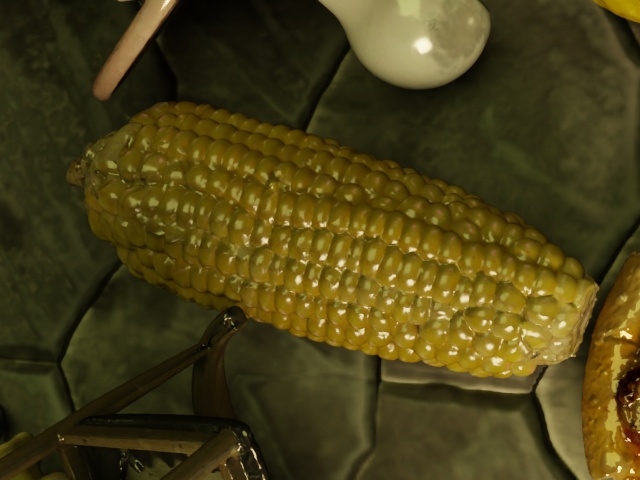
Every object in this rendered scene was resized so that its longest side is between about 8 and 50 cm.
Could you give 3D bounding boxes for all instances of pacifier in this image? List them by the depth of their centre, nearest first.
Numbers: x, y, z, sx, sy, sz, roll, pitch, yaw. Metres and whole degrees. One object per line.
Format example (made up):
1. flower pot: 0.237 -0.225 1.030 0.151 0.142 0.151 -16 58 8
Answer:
1. pacifier: -0.024 -0.209 0.908 0.332 0.273 0.220 -53 45 6

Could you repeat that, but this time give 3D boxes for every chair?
1. chair: -0.080 0.174 0.815 0.166 0.272 0.188 -1 115 41

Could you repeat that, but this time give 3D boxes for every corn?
1. corn: 0.000 0.000 0.912 0.346 0.130 0.130 18 88 14

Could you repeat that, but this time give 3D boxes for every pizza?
1. pizza: 0.249 0.095 0.849 0.193 0.069 0.154 11 85 20

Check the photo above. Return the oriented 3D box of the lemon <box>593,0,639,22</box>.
1. lemon: 0.249 -0.253 0.774 0.336 0.336 0.336 -2 82 17

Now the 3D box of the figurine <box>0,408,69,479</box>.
1. figurine: -0.204 0.193 0.947 0.183 0.128 0.209 -21 72 11
